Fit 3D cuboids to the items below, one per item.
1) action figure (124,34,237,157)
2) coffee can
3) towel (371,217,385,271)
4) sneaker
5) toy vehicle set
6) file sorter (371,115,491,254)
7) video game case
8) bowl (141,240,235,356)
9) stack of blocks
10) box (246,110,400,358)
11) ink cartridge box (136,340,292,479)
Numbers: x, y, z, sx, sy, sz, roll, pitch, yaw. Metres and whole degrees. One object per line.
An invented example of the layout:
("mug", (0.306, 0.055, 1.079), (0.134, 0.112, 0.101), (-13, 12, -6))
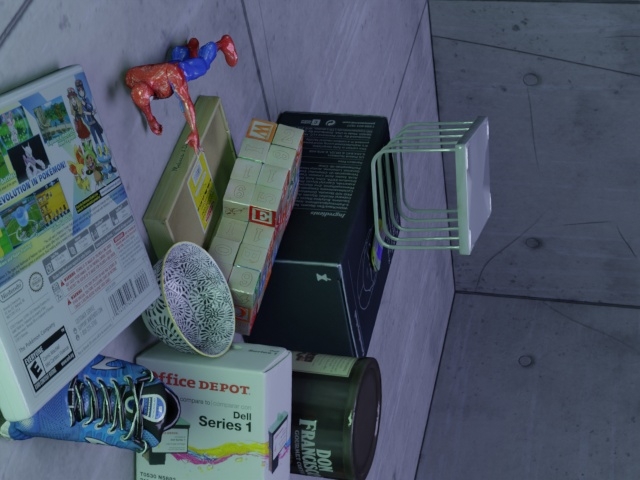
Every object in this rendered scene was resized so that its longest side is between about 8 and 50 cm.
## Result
("action figure", (-0.190, -0.197, 1.608), (0.280, 0.092, 0.139), (-47, 130, -66))
("coffee can", (-0.056, 0.276, 1.884), (0.201, 0.275, 0.201), (4, 90, -74))
("towel", (0.104, 0.007, 2.094), (0.060, 0.009, 0.083), (70, 28, -56))
("sneaker", (-0.259, 0.180, 1.366), (0.330, 0.147, 0.129), (27, 68, -71))
("toy vehicle set", (-0.188, -0.071, 1.758), (0.166, 0.035, 0.266), (78, 23, -46))
("file sorter", (0.204, -0.104, 2.105), (0.277, 0.173, 0.192), (-47, 134, -68))
("video game case", (-0.295, -0.013, 1.252), (0.329, 0.036, 0.300), (-50, 126, -64))
("bowl", (-0.200, 0.093, 1.638), (0.170, 0.080, 0.170), (42, 37, -44))
("stack of blocks", (-0.109, -0.023, 1.834), (0.171, 0.087, 0.297), (98, 8, -56))
("box", (0.000, 0.000, 2.130), (0.293, 0.212, 0.395), (79, 21, -43))
("ink cartridge box", (-0.154, 0.291, 1.672), (0.117, 0.201, 0.278), (-29, 122, -69))
